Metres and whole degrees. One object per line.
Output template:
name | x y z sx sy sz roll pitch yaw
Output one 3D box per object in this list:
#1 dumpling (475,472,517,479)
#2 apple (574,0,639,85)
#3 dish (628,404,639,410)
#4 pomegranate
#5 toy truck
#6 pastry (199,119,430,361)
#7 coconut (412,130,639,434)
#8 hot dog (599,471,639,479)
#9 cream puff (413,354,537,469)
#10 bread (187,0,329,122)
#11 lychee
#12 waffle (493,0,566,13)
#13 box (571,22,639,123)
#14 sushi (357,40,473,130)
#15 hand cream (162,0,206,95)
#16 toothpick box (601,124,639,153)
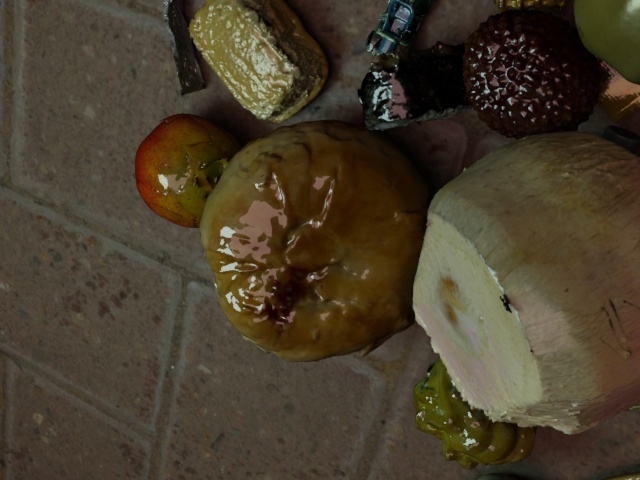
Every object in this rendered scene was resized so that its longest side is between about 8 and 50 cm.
dumpling | 0.343 0.506 1.305 0.167 0.126 0.215 30 118 -5
apple | 0.451 -0.305 0.855 0.263 0.262 0.262 10 113 23
dish | 0.503 0.178 1.117 0.149 0.080 0.207 42 120 7
pomegranate | -0.227 -0.124 1.285 0.235 0.210 0.210 20 118 38
toy truck | 0.124 -0.352 1.102 0.080 0.078 0.154 31 120 11
pastry | 0.000 0.000 1.166 0.410 0.245 0.409 -1 104 -4
coconut | 0.336 0.040 0.959 0.405 0.404 0.404 10 113 23
hot dog | 0.536 0.450 1.214 0.250 0.068 0.100 -29 82 30
cream puff | 0.263 0.314 1.241 0.221 0.195 0.194 35 121 16
bread | -0.107 -0.323 1.204 0.245 0.121 0.174 49 131 -3
lychee | 0.288 -0.237 0.980 0.188 0.188 0.188 10 113 23
waffle | 0.300 -0.419 0.995 0.197 0.070 0.193 42 122 9
box | 0.419 -0.256 1.024 0.087 0.023 0.155 -40 89 30
sushi | 0.143 -0.233 1.070 0.147 0.213 0.114 -13 95 53
hand cream | -0.249 -0.396 1.275 0.050 0.084 0.256 3 107 18
toothpick box | 0.434 -0.123 1.050 0.052 0.052 0.083 26 120 16
